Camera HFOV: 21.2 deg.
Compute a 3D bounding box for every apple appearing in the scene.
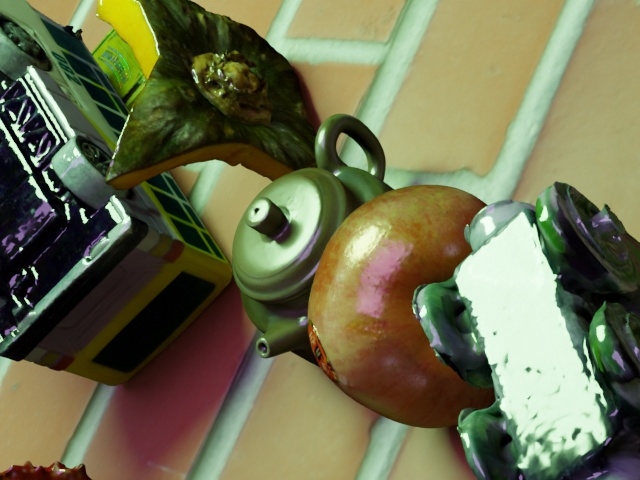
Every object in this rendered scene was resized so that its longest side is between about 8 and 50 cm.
[{"bbox_3d":[0.089,0.058,1.473,0.209,0.209,0.164,-61,22,-8],"label":"apple"}]

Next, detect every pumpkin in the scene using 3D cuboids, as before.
[{"bbox_3d":[-0.113,-0.145,1.778,0.095,0.258,0.290,-47,40,32],"label":"pumpkin"}]

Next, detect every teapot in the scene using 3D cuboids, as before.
[{"bbox_3d":[0.000,0.000,1.623,0.185,0.175,0.267,-6,59,40],"label":"teapot"}]

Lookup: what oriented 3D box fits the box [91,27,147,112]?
[{"bbox_3d":[-0.266,-0.152,2.079,0.220,0.064,0.141,-46,40,8],"label":"box"}]

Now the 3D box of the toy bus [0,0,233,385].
[{"bbox_3d":[-0.303,-0.074,1.865,0.209,0.249,0.440,-45,56,13],"label":"toy bus"}]

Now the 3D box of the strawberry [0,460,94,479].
[{"bbox_3d":[-0.281,0.332,1.702,0.234,0.234,0.178,-64,12,-11],"label":"strawberry"}]

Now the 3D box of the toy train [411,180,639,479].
[{"bbox_3d":[0.212,0.107,1.275,0.173,0.249,0.307,-40,41,21],"label":"toy train"}]
